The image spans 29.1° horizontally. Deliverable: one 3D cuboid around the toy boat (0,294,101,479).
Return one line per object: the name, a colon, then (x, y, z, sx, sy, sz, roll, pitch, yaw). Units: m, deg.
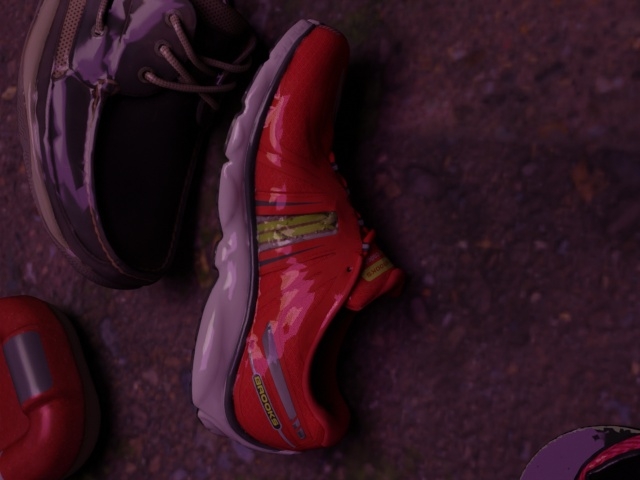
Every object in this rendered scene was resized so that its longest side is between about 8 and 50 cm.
toy boat: (-0.289, 0.141, 0.936, 0.231, 0.151, 0.151, -36, 65, 27)

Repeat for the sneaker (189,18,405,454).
sneaker: (0.000, 0.000, 0.797, 0.118, 0.107, 0.279, 9, 93, 18)

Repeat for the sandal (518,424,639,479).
sandal: (0.182, 0.132, 0.665, 0.179, 0.040, 0.067, -9, 80, 35)

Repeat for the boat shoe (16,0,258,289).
boat shoe: (-0.122, -0.145, 0.865, 0.130, 0.132, 0.356, -4, 83, 36)
